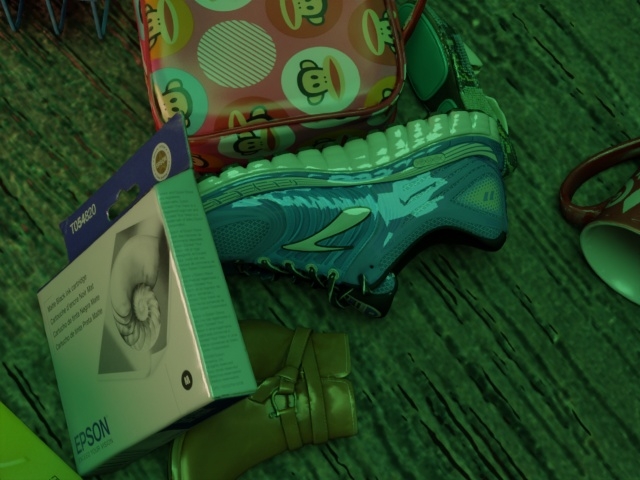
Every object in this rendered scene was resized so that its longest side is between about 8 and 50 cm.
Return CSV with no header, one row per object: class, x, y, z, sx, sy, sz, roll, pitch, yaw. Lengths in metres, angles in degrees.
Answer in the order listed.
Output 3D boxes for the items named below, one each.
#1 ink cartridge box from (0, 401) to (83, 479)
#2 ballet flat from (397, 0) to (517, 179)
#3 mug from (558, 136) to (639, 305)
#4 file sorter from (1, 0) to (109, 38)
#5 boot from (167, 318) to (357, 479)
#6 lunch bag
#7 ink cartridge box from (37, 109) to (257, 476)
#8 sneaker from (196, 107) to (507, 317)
ink cartridge box,-0.288,0.236,0.843,0.307,0.072,0.303,38,32,10
ballet flat,0.125,-0.133,1.090,0.070,0.070,0.188,-17,76,-9
mug,0.303,-0.046,1.044,0.150,0.113,0.169,39,70,6
file sorter,-0.270,-0.251,1.068,0.170,0.104,0.118,4,72,-2
boot,-0.046,0.158,0.973,0.152,0.073,0.197,2,75,-8
lunch bag,-0.035,-0.218,1.059,0.258,0.120,0.293,-9,75,-2
ink cartridge box,-0.149,0.046,0.929,0.045,0.223,0.224,-3,68,-39
sneaker,0.000,0.000,0.991,0.330,0.130,0.147,-15,84,3
